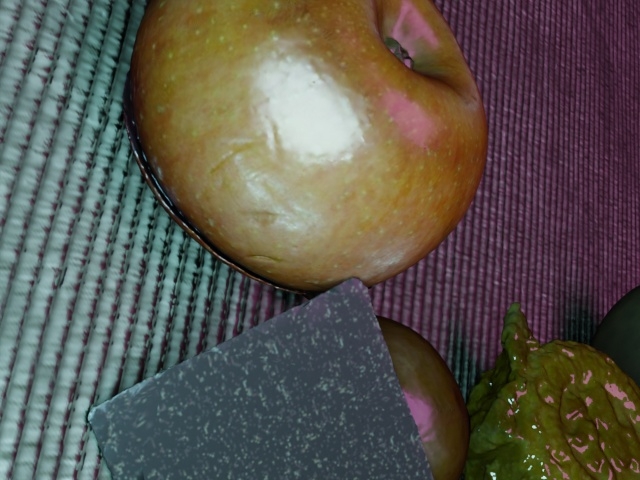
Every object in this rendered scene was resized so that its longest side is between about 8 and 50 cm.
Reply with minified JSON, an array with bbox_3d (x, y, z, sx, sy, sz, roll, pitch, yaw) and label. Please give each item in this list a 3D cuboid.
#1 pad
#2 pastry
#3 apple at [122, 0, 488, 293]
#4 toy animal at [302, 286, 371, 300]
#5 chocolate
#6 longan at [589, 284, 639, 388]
[{"bbox_3d":[-0.009,0.215,1.028,0.220,0.004,0.330,-25,106,-22],"label":"pad"},{"bbox_3d":[0.237,0.222,1.497,0.235,0.132,0.240,31,44,-20],"label":"pastry"},{"bbox_3d":[-0.002,-0.098,1.062,0.251,0.206,0.272,-30,88,-49],"label":"apple"},{"bbox_3d":[0.000,0.000,1.223,0.098,0.137,0.098,-29,136,-32],"label":"toy animal"},{"bbox_3d":[0.026,0.135,1.126,0.176,0.176,0.177,35,49,-53],"label":"chocolate"},{"bbox_3d":[0.445,0.182,1.831,0.300,0.243,0.300,-43,149,-34],"label":"longan"}]
